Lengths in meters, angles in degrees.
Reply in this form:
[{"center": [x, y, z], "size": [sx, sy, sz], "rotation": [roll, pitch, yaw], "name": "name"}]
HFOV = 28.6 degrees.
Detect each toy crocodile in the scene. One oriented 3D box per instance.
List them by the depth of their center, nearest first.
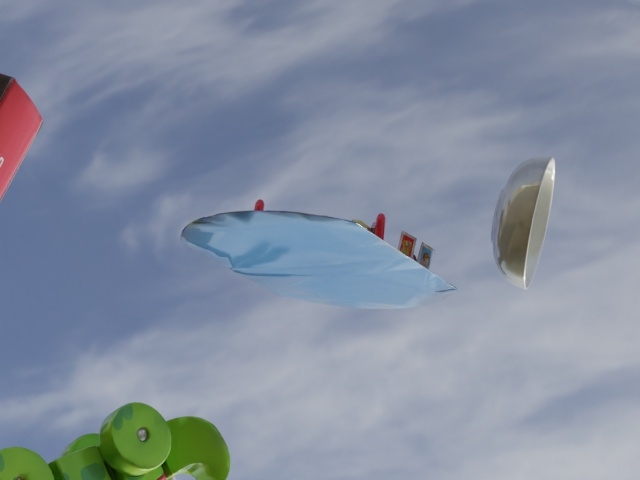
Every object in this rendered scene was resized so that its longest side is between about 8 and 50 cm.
[{"center": [-0.230, 0.230, 1.122], "size": [0.115, 0.341, 0.105], "rotation": [-37, -105, 42], "name": "toy crocodile"}]

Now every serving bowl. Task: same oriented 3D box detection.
[{"center": [0.123, -0.013, 0.776], "size": [0.027, 0.083, 0.083], "rotation": [12, -62, 15], "name": "serving bowl"}]

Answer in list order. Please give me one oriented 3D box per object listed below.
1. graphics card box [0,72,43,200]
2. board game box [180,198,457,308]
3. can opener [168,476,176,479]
[{"center": [-0.478, -0.092, 1.159], "size": [0.371, 0.232, 0.094], "rotation": [20, -19, 12], "name": "graphics card box"}, {"center": [0.000, 0.000, 0.758], "size": [0.133, 0.033, 0.169], "rotation": [-5, -24, 37], "name": "board game box"}, {"center": [-0.173, 0.339, 1.394], "size": [0.076, 0.095, 0.283], "rotation": [-26, -55, -15], "name": "can opener"}]
